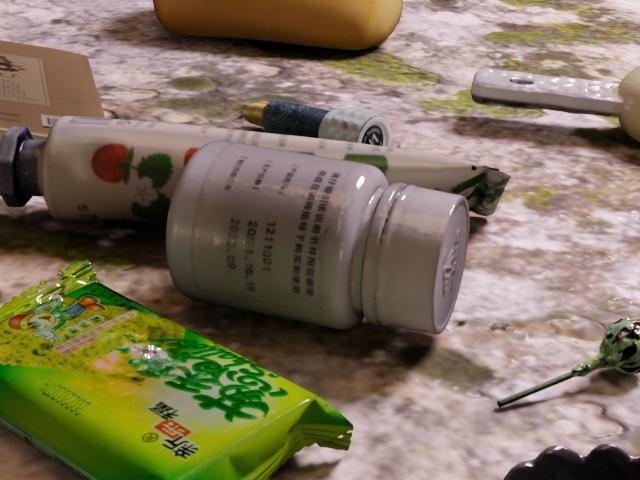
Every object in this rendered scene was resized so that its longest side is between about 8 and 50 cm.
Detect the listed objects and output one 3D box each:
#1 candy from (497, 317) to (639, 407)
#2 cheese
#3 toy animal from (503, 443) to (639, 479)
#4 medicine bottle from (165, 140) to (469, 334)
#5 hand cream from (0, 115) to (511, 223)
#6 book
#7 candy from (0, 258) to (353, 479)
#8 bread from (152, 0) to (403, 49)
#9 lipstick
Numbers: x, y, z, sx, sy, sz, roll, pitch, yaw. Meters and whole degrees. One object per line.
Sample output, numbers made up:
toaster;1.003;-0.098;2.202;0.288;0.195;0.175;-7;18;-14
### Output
candy;0.113;0.056;0.500;0.083;0.025;0.023;-17;49;-20
cheese;0.221;-0.096;0.776;0.234;0.050;0.127;9;28;11
toy animal;0.220;0.072;0.305;0.160;0.272;0.197;-35;85;-32
medicine bottle;0.000;0.000;0.538;0.130;0.080;0.080;10;28;17
hand cream;-0.038;-0.033;0.624;0.276;0.059;0.095;3;-12;4
book;-0.220;-0.104;0.775;0.138;0.016;0.199;7;23;-20
candy;-0.082;0.061;0.464;0.178;0.032;0.102;23;34;36
bread;-0.036;-0.226;0.976;0.217;0.098;0.147;4;30;8
lipstick;-0.007;-0.076;0.746;0.037;0.037;0.116;-23;31;-40
